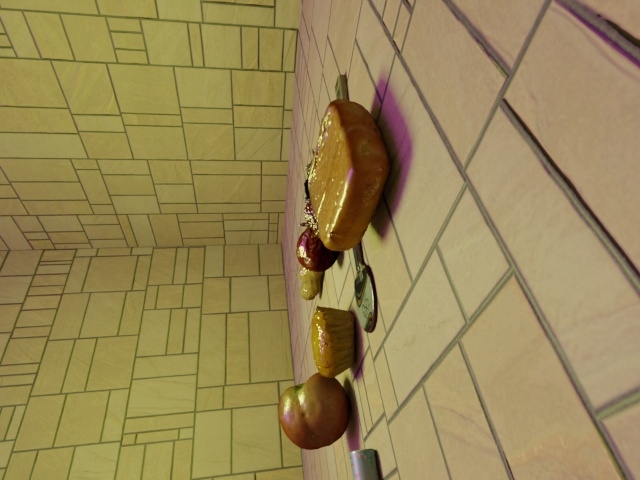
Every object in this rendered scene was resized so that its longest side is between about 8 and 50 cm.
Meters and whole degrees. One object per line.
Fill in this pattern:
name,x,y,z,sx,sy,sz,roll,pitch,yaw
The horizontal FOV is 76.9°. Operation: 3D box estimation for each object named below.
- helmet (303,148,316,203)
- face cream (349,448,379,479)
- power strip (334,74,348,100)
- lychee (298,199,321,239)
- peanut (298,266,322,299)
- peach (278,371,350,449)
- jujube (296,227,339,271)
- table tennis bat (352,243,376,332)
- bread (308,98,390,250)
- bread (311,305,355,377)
helmet,0.021,-0.221,1.429,0.224,0.129,0.199,136,135,-68
face cream,0.132,0.696,1.092,0.075,0.075,0.230,103,162,-55
power strip,0.073,-0.492,1.388,0.076,0.028,0.169,115,152,-70
lychee,0.019,-0.075,1.322,0.165,0.197,0.165,47,-156,-28
peanut,-0.044,0.182,1.905,0.101,0.117,0.263,-70,-13,-51
peach,-0.016,0.603,1.426,0.252,0.251,0.253,179,90,-80
jujube,0.000,0.000,1.515,0.168,0.167,0.237,-127,54,-73
table tennis bat,0.126,0.122,1.205,0.173,0.022,0.302,113,152,-65
bread,0.080,-0.163,1.078,0.328,0.147,0.337,-106,23,-43
bread,0.041,0.342,1.364,0.240,0.138,0.241,179,90,-80
